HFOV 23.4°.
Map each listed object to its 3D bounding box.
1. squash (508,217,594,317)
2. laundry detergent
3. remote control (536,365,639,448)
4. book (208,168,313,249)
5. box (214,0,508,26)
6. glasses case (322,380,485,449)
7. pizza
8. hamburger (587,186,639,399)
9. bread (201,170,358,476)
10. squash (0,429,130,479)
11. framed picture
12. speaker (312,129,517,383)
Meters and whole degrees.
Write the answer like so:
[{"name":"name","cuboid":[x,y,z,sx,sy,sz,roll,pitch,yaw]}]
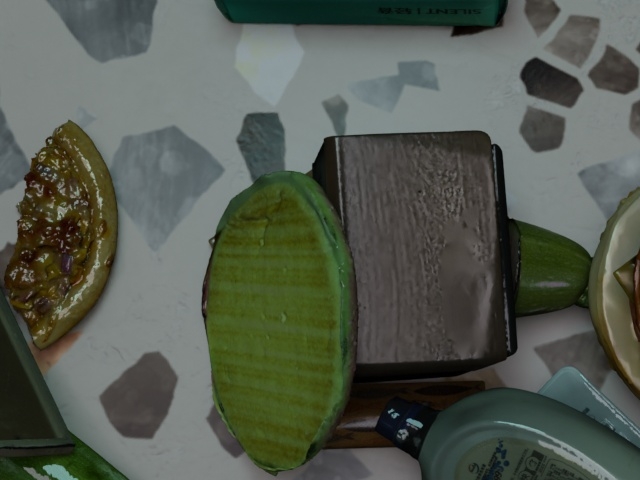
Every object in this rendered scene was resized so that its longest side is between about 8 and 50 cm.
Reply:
[{"name":"squash","cuboid":[0.248,0.033,1.562,0.132,0.105,0.105,5,77,-8]},{"name":"laundry detergent","cuboid":[0.178,0.244,1.481,0.281,0.105,0.214,24,119,15]},{"name":"remote control","cuboid":[0.318,0.255,1.516,0.293,0.051,0.103,45,102,12]},{"name":"book","cuboid":[0.000,0.000,1.622,0.199,0.016,0.138,-34,77,-3]},{"name":"box","cuboid":[0.047,-0.339,1.643,0.311,0.118,0.205,1,80,6]},{"name":"glasses case","cuboid":[0.083,0.176,1.562,0.170,0.041,0.064,-2,76,5]},{"name":"pizza","cuboid":[-0.274,-0.007,1.627,0.127,0.058,0.246,15,77,9]},{"name":"hamburger","cuboid":[0.402,0.047,1.463,0.291,0.225,0.291,1,83,-7]},{"name":"bread","cuboid":[-0.038,0.080,1.492,0.045,0.301,0.301,1,75,-28]},{"name":"squash","cuboid":[-0.260,0.247,1.549,0.379,0.101,0.101,38,83,13]},{"name":"framed picture","cuboid":[-0.421,0.114,1.471,0.022,0.335,0.247,-56,50,30]},{"name":"speaker","cuboid":[0.085,0.020,1.522,0.193,0.153,0.230,-3,82,-6]}]
